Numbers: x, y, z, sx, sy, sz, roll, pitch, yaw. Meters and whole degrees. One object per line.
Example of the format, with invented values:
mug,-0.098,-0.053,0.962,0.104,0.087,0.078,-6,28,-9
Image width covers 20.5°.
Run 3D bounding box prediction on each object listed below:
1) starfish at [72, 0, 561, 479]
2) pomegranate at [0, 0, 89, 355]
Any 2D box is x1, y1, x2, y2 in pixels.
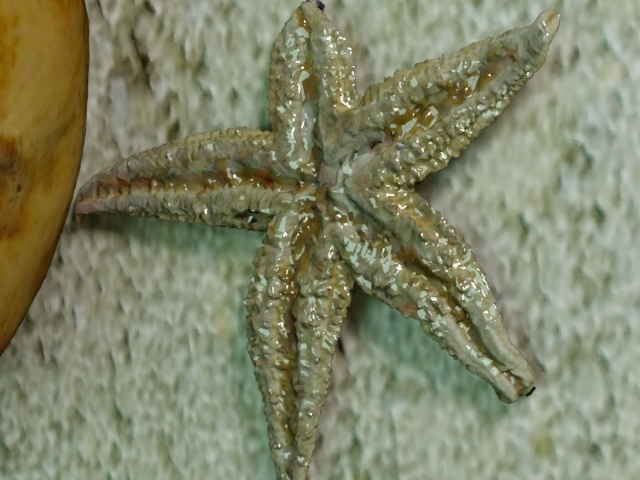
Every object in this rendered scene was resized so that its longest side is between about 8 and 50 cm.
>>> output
starfish,-0.003,0.001,0.836,0.295,0.048,0.231,-14,87,30
pomegranate,-0.275,-0.069,0.827,0.338,0.338,0.338,3,95,29
